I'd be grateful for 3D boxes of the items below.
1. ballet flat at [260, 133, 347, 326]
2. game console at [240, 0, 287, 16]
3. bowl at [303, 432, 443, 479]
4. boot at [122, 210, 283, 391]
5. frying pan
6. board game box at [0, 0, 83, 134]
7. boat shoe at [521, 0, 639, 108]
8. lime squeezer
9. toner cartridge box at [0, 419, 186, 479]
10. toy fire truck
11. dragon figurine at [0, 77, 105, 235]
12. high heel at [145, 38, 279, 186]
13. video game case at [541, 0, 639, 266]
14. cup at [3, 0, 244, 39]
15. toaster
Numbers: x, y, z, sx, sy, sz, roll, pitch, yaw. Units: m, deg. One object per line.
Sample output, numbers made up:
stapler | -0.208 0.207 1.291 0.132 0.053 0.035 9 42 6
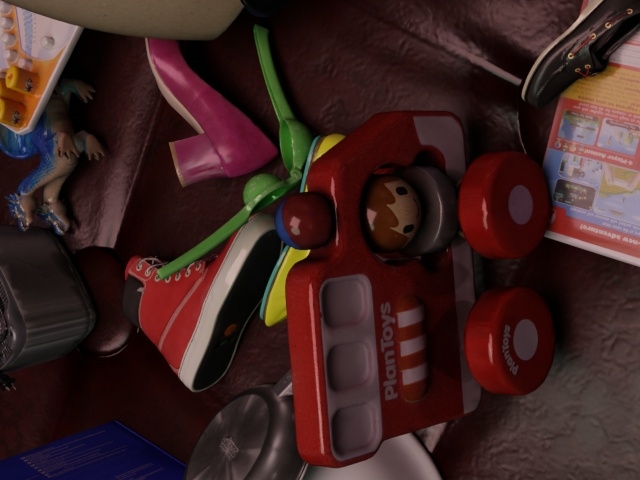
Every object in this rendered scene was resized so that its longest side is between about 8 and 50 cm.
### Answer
ballet flat | 0.000 0.000 1.114 0.077 0.077 0.231 22 106 14
game console | -0.008 -0.392 0.916 0.250 0.173 0.293 -18 122 26
bowl | -0.013 0.319 1.118 0.298 0.134 0.298 4 97 35
boot | -0.151 0.034 1.213 0.176 0.088 0.244 43 120 25
frying pan | -0.035 0.187 1.063 0.326 0.053 0.197 -43 28 18
board game box | -0.422 -0.383 1.311 0.390 0.050 0.390 30 96 29
boat shoe | 0.231 -0.165 0.913 0.133 0.049 0.042 -48 61 24
lime squeezer | -0.069 -0.083 1.110 0.059 0.110 0.310 -17 50 62
toner cartridge box | -0.314 0.316 1.195 0.165 0.348 0.075 23 109 31
toy fire truck | 0.071 0.034 0.938 0.169 0.254 0.302 0 95 46
dragon figurine | -0.363 -0.151 1.336 0.144 0.085 0.289 -15 88 35
high heel | -0.130 -0.183 1.197 0.117 0.082 0.244 -15 67 0
video game case | 0.309 -0.116 0.911 0.204 0.025 0.285 20 106 31
cup | -0.168 -0.340 1.061 0.237 0.331 0.331 30 120 -20
toaster | -0.393 0.079 1.345 0.129 0.146 0.227 -43 71 31
